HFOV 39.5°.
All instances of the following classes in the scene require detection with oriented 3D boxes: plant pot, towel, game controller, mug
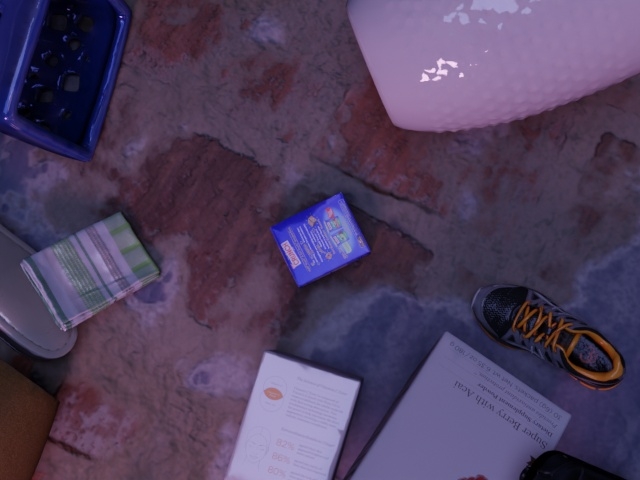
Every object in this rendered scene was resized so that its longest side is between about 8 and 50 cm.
[{"bbox_3d":[-0.457,0.270,1.116,0.237,0.237,0.254,32,73,8],"label":"plant pot"},{"bbox_3d":[-0.408,-0.254,1.165,0.212,0.236,0.236,14,85,12],"label":"plant pot"},{"bbox_3d":[-0.305,0.037,1.192,0.152,0.023,0.113,-31,82,-23],"label":"towel"},{"bbox_3d":[0.285,0.335,1.005,0.067,0.319,0.166,32,91,43],"label":"game controller"},{"bbox_3d":[0.202,-0.314,1.122,0.328,0.276,0.374,-22,51,9],"label":"mug"}]

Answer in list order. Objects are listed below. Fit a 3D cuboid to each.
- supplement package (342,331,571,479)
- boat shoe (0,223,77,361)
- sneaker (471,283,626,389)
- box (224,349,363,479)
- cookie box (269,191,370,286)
[{"bbox_3d":[0.123,0.289,1.023,0.177,0.175,0.293,34,62,7],"label":"supplement package"},{"bbox_3d":[-0.457,0.041,1.195,0.324,0.116,0.097,47,130,-2],"label":"boat shoe"},{"bbox_3d":[0.293,0.116,1.129,0.215,0.083,0.084,27,87,9],"label":"sneaker"},{"bbox_3d":[-0.030,0.238,1.136,0.130,0.091,0.170,17,85,7],"label":"box"},{"bbox_3d":[0.000,0.000,1.189,0.107,0.040,0.092,-26,82,1],"label":"cookie box"}]
